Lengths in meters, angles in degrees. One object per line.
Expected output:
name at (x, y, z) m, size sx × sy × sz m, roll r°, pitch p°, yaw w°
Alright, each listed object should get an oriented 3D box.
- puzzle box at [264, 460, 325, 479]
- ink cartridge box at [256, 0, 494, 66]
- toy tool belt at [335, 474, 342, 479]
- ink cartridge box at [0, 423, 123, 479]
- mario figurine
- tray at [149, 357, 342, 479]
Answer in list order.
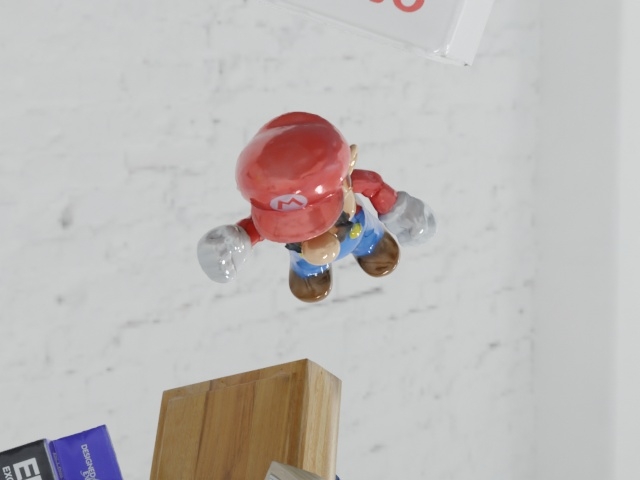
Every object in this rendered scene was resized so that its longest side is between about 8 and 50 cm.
puzzle box at (-0.001, 0.343, 0.894) m, size 0.052 × 0.272 × 0.409 m, roll 21°, pitch 176°, yaw -20°
ink cartridge box at (0.036, -0.262, 0.719) m, size 0.198 × 0.273 × 0.115 m, roll 21°, pitch -171°, yaw 13°
toy tool belt at (0.018, 0.310, 1.453) m, size 0.052 × 0.083 × 0.051 m, roll -41°, pitch -171°, yaw -25°
ink cartridge box at (-0.235, 0.270, 0.957) m, size 0.208 × 0.206 × 0.045 m, roll -16°, pitch 171°, yaw -24°
mario figurine at (0.000, 0.000, 1.241) m, size 0.170 × 0.198 × 0.320 m, roll 31°, pitch 172°, yaw 20°
tray at (-0.094, 0.334, 1.215) m, size 0.203 × 0.411 × 0.076 m, roll -16°, pitch 144°, yaw 32°
